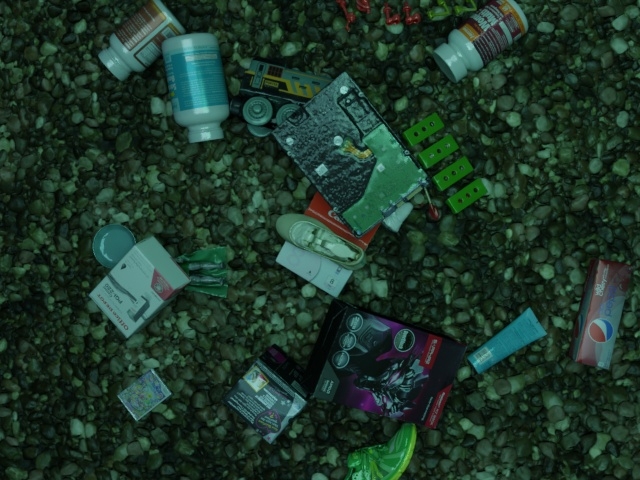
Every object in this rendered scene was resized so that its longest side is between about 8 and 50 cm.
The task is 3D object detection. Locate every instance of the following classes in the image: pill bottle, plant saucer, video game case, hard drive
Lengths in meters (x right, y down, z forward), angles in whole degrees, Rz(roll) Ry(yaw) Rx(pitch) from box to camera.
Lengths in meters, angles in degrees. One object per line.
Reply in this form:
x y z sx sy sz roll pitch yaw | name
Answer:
-0.468 -0.520 1.903 0.216 0.121 0.121 -40 87 3 | pill bottle
-0.549 0.015 1.958 0.119 0.021 0.119 0 89 5 | plant saucer
-0.471 0.412 1.955 0.122 0.011 0.087 -38 87 4 | video game case
0.075 -0.204 1.764 0.237 0.064 0.339 -39 98 10 | hard drive
-0.314 -0.386 1.868 0.146 0.146 0.264 -8 97 5 | pill bottle
0.397 -0.503 1.828 0.221 0.121 0.121 -38 87 3 | pill bottle

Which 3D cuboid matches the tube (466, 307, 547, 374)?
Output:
0.471 0.261 1.859 0.207 0.052 0.080 -34 92 -1 | tube

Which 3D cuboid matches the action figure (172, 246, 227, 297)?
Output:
-0.365 0.084 1.925 0.232 0.063 0.137 0 93 8 | action figure

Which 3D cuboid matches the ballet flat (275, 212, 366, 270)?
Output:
0.000 0.000 1.806 0.248 0.086 0.086 24 92 5 | ballet flat

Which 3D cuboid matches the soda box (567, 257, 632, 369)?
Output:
0.693 0.179 1.815 0.083 0.092 0.263 12 91 6 | soda box

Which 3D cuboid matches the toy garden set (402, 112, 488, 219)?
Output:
0.275 -0.170 1.857 0.203 0.049 0.244 -33 90 -16 | toy garden set

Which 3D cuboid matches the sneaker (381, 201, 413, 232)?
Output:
0.141 -0.133 1.875 0.232 0.090 0.115 43 87 -5 | sneaker

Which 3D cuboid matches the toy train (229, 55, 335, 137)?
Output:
-0.059 -0.349 1.866 0.333 0.142 0.190 14 82 5 | toy train

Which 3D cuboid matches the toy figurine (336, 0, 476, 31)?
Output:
0.206 -0.668 1.770 0.362 0.217 0.191 -5 66 6 | toy figurine

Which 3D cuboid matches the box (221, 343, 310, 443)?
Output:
-0.119 0.375 1.806 0.163 0.247 0.142 41 94 4 | box

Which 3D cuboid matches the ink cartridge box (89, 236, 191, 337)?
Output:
-0.466 0.122 1.880 0.158 0.092 0.218 48 116 2 | ink cartridge box

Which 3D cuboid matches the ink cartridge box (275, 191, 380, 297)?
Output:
0.019 0.002 1.859 0.189 0.066 0.232 31 116 5 | ink cartridge box

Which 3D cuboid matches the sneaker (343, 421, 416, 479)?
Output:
0.133 0.571 1.853 0.123 0.109 0.295 41 93 0 | sneaker

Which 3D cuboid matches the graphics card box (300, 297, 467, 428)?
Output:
0.159 0.303 1.780 0.371 0.094 0.233 21 92 -24 | graphics card box
